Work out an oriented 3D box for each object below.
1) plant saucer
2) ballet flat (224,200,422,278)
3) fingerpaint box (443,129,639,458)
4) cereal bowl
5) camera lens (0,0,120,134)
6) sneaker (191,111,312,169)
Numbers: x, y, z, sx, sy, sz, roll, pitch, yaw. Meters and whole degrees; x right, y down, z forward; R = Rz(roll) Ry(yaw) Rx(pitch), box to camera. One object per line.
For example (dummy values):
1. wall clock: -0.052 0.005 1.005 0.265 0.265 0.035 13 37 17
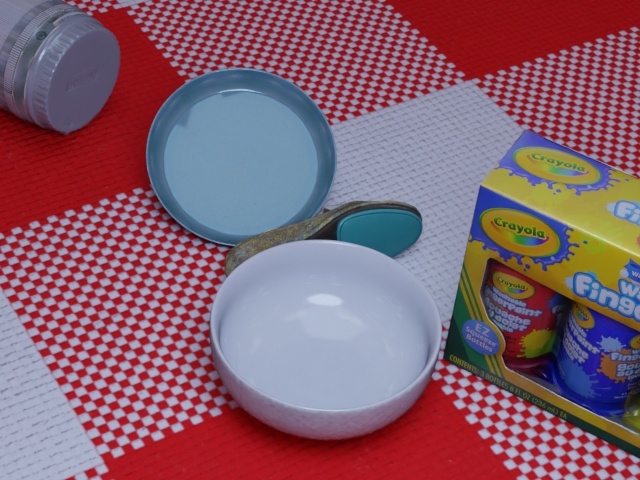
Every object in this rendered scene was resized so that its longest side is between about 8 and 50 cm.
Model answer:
1. plant saucer: -0.132 -0.136 2.244 0.318 0.043 0.317 2 73 -6
2. ballet flat: 0.000 0.000 2.157 0.349 0.123 0.123 -22 50 -26
3. fingerpaint box: 0.423 0.103 1.905 0.445 0.371 0.163 27 47 19
4. cereal bowl: 0.005 0.162 1.961 0.339 0.141 0.339 3 44 -3
5. camera lens: -0.521 -0.334 2.361 0.274 0.219 0.219 27 48 21
6. sneaker: -0.125 -0.149 2.320 0.282 0.102 0.161 13 61 3
